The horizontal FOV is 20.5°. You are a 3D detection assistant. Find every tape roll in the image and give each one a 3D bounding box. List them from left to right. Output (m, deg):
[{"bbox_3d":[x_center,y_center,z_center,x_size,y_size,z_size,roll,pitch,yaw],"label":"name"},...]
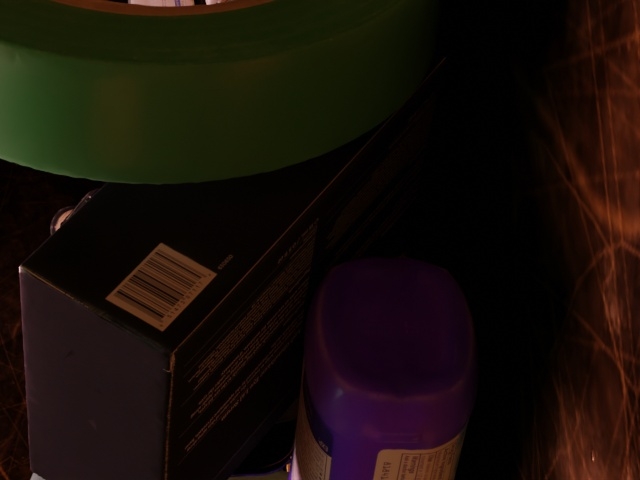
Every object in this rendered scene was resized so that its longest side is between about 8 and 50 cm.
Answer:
[{"bbox_3d":[-0.091,-0.159,0.955,0.321,0.321,0.077,-103,13,-46],"label":"tape roll"}]

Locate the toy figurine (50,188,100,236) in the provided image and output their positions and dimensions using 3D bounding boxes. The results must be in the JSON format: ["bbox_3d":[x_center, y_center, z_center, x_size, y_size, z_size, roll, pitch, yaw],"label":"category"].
[{"bbox_3d":[-0.202,0.040,2.049,0.148,0.213,0.209,152,111,-66],"label":"toy figurine"}]

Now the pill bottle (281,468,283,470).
[{"bbox_3d":[-0.125,0.305,1.673,0.204,0.204,0.361,101,163,-56],"label":"pill bottle"}]

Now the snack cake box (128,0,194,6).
[{"bbox_3d":[-0.218,-0.216,2.453,0.264,0.089,0.152,99,164,-52],"label":"snack cake box"}]

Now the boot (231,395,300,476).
[{"bbox_3d":[-0.026,0.113,1.118,0.082,0.219,0.106,-58,45,22],"label":"boot"}]

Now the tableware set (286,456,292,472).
[{"bbox_3d":[-0.011,0.257,1.517,0.104,0.024,0.154,100,165,-53],"label":"tableware set"}]

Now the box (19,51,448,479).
[{"bbox_3d":[-0.046,0.014,0.983,0.261,0.103,0.184,-48,-24,-36],"label":"box"}]

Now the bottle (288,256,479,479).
[{"bbox_3d":[0.028,0.138,1.019,0.283,0.092,0.118,96,173,-46],"label":"bottle"}]

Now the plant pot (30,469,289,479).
[{"bbox_3d":[-0.135,0.287,1.343,0.293,0.235,0.293,-160,90,-84],"label":"plant pot"}]

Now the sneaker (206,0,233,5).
[{"bbox_3d":[-0.075,-0.252,1.569,0.115,0.090,0.232,154,114,-84],"label":"sneaker"}]
